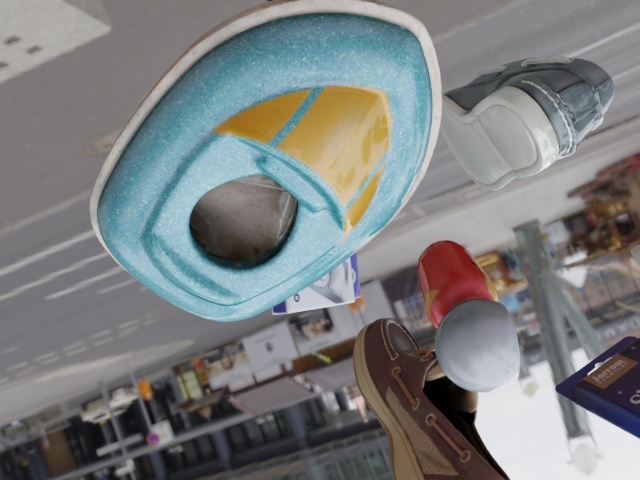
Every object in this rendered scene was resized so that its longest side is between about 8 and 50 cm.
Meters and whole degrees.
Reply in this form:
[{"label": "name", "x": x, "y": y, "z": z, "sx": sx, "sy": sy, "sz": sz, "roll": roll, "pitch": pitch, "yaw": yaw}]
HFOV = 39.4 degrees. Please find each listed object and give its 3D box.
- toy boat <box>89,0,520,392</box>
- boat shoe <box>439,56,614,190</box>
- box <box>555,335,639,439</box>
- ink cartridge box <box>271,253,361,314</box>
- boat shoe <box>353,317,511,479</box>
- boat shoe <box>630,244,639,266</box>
[{"label": "toy boat", "x": 0.018, "y": -0.013, "z": 0.623, "sx": 0.267, "sy": 0.318, "sz": 0.148, "roll": -46, "pitch": -154, "yaw": 19}, {"label": "boat shoe", "x": 0.195, "y": -0.124, "z": 0.910, "sx": 0.099, "sy": 0.116, "sz": 0.319, "roll": -34, "pitch": -173, "yaw": -3}, {"label": "box", "x": 0.370, "y": 0.159, "z": 0.935, "sx": 0.136, "sy": 0.036, "sz": 0.225, "roll": -28, "pitch": -150, "yaw": -25}, {"label": "ink cartridge box", "x": 0.000, "y": 0.000, "z": 1.477, "sx": 0.045, "sy": 0.223, "sz": 0.224, "roll": -6, "pitch": -179, "yaw": 42}, {"label": "boat shoe", "x": 0.132, "y": 0.186, "z": 1.027, "sx": 0.123, "sy": 0.123, "sz": 0.342, "roll": -46, "pitch": -155, "yaw": 17}, {"label": "boat shoe", "x": 0.505, "y": 0.077, "z": 1.164, "sx": 0.081, "sy": 0.227, "sz": 0.079, "roll": -44, "pitch": 177, "yaw": 12}]
